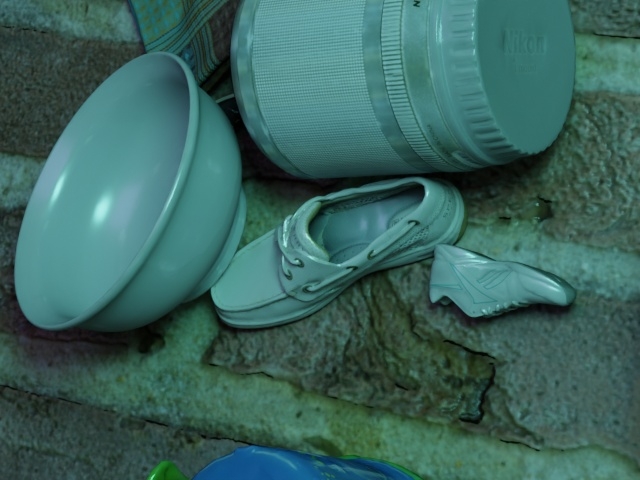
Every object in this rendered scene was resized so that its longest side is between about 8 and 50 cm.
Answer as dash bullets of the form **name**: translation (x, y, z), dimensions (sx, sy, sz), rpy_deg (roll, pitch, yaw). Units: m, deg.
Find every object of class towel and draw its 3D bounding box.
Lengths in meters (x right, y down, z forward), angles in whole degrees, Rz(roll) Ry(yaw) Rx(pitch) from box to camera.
- **towel**: translation (-0.137, -0.352, 1.833), dimensions (0.271, 0.040, 0.370), rpy_deg (-44, 53, 36)

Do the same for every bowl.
- **bowl**: translation (-0.167, -0.027, 1.692), dimensions (0.298, 0.134, 0.298), rpy_deg (-35, 41, 37)

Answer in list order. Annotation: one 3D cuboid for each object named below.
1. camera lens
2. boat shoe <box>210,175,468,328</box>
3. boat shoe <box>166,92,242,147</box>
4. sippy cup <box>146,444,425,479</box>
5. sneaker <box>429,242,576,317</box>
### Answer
- **camera lens**: translation (0.071, -0.170, 1.582), dimensions (0.274, 0.219, 0.219), rpy_deg (-1, 70, 34)
- **boat shoe**: translation (0.000, 0.000, 1.639), dimensions (0.277, 0.096, 0.098), rpy_deg (-26, 64, 19)
- **boat shoe**: translation (-0.100, -0.131, 1.781), dimensions (0.133, 0.049, 0.042), rpy_deg (-19, 90, 14)
- **sippy cup**: translation (-0.016, 0.279, 1.460), dimensions (0.305, 0.224, 0.240), rpy_deg (-17, 63, 23)
- **sneaker**: translation (0.165, 0.046, 1.563), dimensions (0.152, 0.053, 0.061), rpy_deg (14, 87, 38)
